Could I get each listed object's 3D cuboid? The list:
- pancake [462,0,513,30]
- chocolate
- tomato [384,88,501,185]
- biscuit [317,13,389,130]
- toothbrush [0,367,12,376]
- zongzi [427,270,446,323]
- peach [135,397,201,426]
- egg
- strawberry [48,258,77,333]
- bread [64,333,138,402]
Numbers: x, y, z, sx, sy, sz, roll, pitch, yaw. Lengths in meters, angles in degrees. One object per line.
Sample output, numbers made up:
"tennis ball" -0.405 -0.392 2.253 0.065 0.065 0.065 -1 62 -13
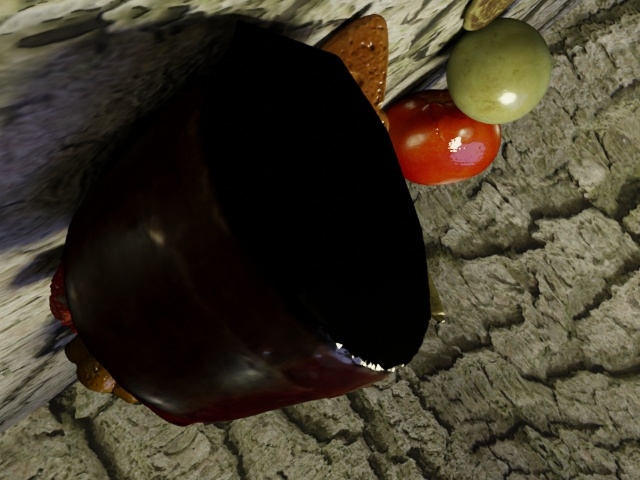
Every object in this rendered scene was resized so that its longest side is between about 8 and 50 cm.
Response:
"pancake" 0.359 -0.472 1.174 0.250 0.031 0.250 -37 178 -2
"chocolate" -0.097 0.010 0.709 0.332 0.383 0.384 -20 -173 29
"tomato" 0.301 -0.256 1.614 0.299 0.226 0.298 -10 -154 5
"biscuit" 0.008 -0.158 0.828 0.280 0.183 0.043 -66 -157 13
"toothbrush" -0.680 0.287 1.303 0.011 0.014 0.167 -54 175 10
"zongzi" 0.000 0.000 1.081 0.182 0.418 0.447 -24 170 -25
"peach" -0.252 0.203 1.330 0.388 0.388 0.388 -36 178 -1
"egg" 0.390 -0.377 1.405 0.218 0.218 0.295 -38 -167 38
"strawberry" -0.324 0.056 0.895 0.192 0.085 0.140 -93 -162 -51
"bread" -0.474 0.280 1.540 0.135 0.247 0.232 -55 179 26
